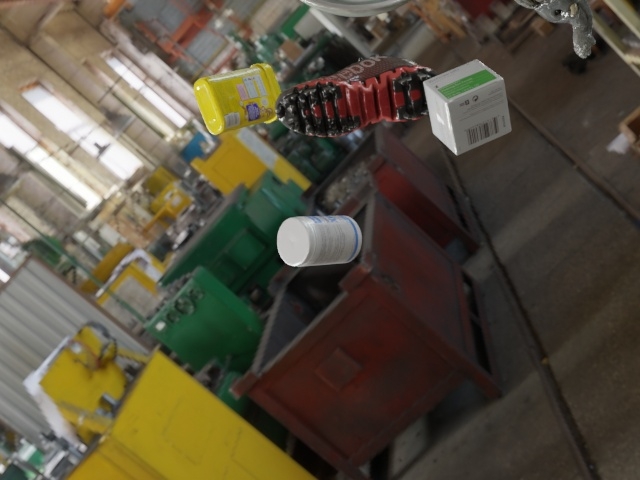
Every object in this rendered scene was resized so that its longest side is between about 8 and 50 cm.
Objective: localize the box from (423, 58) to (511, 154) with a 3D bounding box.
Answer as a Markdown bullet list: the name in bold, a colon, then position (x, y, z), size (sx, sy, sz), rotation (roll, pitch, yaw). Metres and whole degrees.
- **box**: position (0.229, -0.209, 1.298), size (0.101, 0.102, 0.087), rotation (-24, 37, -7)

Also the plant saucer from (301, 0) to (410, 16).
- **plant saucer**: position (0.097, -0.666, 2.063), size (0.400, 0.400, 0.101), rotation (-54, -24, -28)

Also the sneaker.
- **sneaker**: position (0.057, -0.243, 1.380), size (0.275, 0.098, 0.135), rotation (-11, 31, -4)

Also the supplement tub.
- **supplement tub**: position (0.000, 0.000, 1.173), size (0.107, 0.071, 0.071), rotation (-2, -29, -45)

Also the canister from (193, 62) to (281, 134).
- **canister**: position (-0.169, -0.297, 1.742), size (0.169, 0.126, 0.073), rotation (-22, 2, -40)

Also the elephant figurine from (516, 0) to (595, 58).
- **elephant figurine**: position (0.443, -0.495, 1.577), size (0.186, 0.169, 0.240), rotation (-119, 37, -53)
